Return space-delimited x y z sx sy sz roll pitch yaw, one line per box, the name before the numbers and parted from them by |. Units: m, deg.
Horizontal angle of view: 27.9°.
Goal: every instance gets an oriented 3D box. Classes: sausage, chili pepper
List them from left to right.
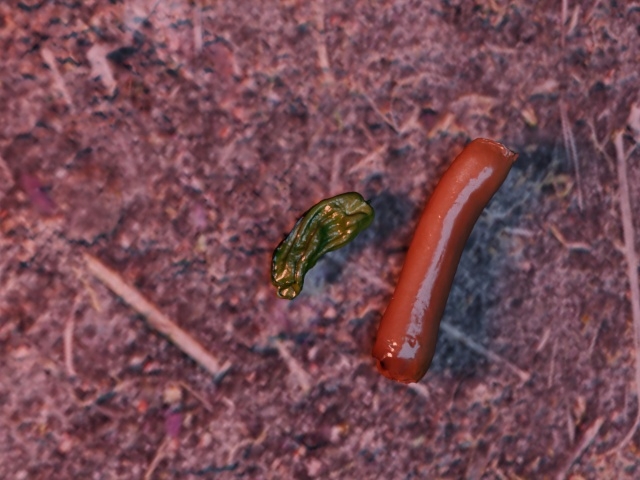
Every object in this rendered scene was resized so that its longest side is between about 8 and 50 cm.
chili pepper | -0.001 -0.001 0.854 0.091 0.030 0.034 -44 132 -12
sausage | 0.081 0.013 0.877 0.040 0.047 0.177 26 84 -37
